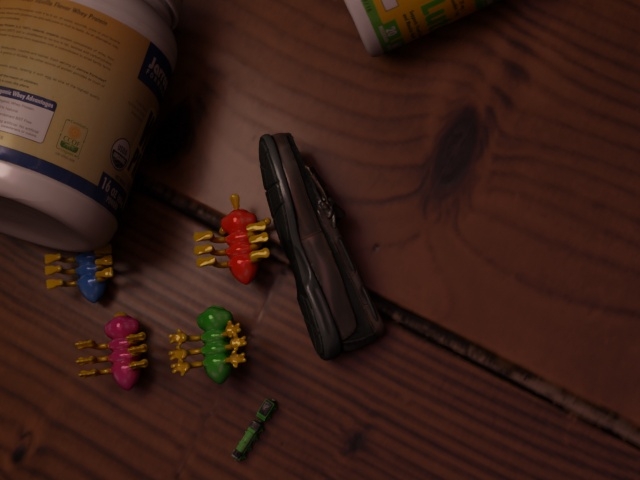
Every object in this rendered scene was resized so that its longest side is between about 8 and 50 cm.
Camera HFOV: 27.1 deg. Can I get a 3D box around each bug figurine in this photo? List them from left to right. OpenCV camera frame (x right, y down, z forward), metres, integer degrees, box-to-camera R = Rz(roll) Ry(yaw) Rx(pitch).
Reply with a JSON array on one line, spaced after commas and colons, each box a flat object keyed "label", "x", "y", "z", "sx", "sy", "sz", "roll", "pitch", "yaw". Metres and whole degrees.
[{"label": "bug figurine", "x": -0.179, "y": 0.063, "z": 1.537, "sx": 0.279, "sy": 0.072, "sz": 0.216, "roll": -7, "pitch": 76, "yaw": 15}]

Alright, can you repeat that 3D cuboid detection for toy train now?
[{"label": "toy train", "x": -0.077, "y": 0.218, "z": 1.529, "sx": 0.017, "sy": 0.024, "sz": 0.083, "roll": 32, "pitch": 88, "yaw": 12}]

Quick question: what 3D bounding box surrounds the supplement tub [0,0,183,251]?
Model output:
[{"label": "supplement tub", "x": -0.294, "y": -0.168, "z": 1.498, "sx": 0.228, "sy": 0.228, "sz": 0.316, "roll": 15, "pitch": 75, "yaw": 11}]

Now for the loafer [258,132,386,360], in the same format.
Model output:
[{"label": "loafer", "x": 0.000, "y": 0.000, "z": 1.523, "sx": 0.084, "sy": 0.096, "sz": 0.267, "roll": -15, "pitch": 87, "yaw": -13}]

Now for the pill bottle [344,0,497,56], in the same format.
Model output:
[{"label": "pill bottle", "x": 0.140, "y": -0.318, "z": 1.506, "sx": 0.245, "sy": 0.136, "sz": 0.136, "roll": -24, "pitch": 80, "yaw": 6}]
